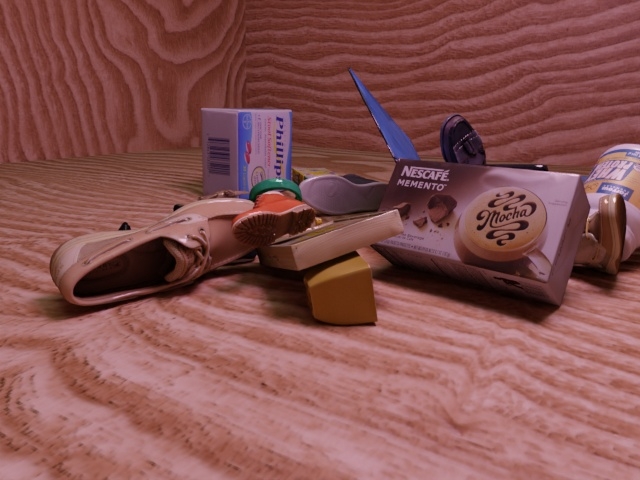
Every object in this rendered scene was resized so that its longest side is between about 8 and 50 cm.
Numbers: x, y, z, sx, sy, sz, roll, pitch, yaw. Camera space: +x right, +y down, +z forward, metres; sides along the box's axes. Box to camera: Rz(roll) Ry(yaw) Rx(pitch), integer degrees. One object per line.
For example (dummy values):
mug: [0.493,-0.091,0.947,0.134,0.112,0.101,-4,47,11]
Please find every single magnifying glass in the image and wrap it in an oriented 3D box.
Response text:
magnifying glass: [-0.060,-0.048,0.949,0.092,0.026,0.231,-17,-30,11]

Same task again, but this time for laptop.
laptop: [0.298,-0.189,1.084,0.408,0.236,0.382,5,-11,31]

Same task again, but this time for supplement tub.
supplement tub: [0.569,-0.070,0.972,0.144,0.144,0.199,18,62,47]

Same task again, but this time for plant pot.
plant pot: [0.023,0.069,0.692,0.083,0.081,0.081,-12,17,-9]

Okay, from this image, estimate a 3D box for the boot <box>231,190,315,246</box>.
boot: [-0.091,-0.039,0.804,0.085,0.059,0.158,37,32,29]

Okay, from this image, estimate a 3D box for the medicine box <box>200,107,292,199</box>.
medicine box: [-0.223,-0.277,1.584,0.149,0.263,0.289,10,18,28]

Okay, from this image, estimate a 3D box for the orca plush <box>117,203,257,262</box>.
orca plush: [-0.260,-0.023,0.949,0.287,0.102,0.151,8,16,24]

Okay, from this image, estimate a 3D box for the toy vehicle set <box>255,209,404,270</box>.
toy vehicle set: [0.000,0.000,0.811,0.166,0.035,0.267,-19,5,-17]

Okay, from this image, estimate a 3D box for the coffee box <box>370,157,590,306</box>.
coffee box: [0.245,-0.023,0.815,0.297,0.168,0.119,14,-14,38]

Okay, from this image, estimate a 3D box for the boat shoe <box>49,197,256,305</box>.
boat shoe: [-0.219,0.024,0.779,0.341,0.121,0.110,-20,28,-30]

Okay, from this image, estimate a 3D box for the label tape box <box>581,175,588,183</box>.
label tape box: [0.654,-0.081,1.233,0.249,0.115,0.348,7,19,19]

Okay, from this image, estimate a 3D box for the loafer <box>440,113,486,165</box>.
loafer: [0.399,-0.191,1.319,0.109,0.302,0.095,-37,38,-10]

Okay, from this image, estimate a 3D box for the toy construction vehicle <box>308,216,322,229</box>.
toy construction vehicle: [-0.056,-0.032,1.082,0.086,0.035,0.098,-1,-7,-35]

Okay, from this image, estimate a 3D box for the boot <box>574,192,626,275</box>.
boot: [0.427,-0.012,0.870,0.165,0.077,0.213,9,-24,31]

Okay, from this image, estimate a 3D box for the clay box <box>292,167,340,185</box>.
clay box: [-0.016,-0.216,1.778,0.127,0.053,0.222,-2,17,-14]

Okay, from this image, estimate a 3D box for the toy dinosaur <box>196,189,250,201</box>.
toy dinosaur: [-0.255,-0.125,1.405,0.183,0.053,0.092,-11,24,-22]

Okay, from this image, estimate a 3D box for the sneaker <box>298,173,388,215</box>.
sneaker: [0.043,-0.131,1.394,0.296,0.104,0.147,-2,13,-33]
